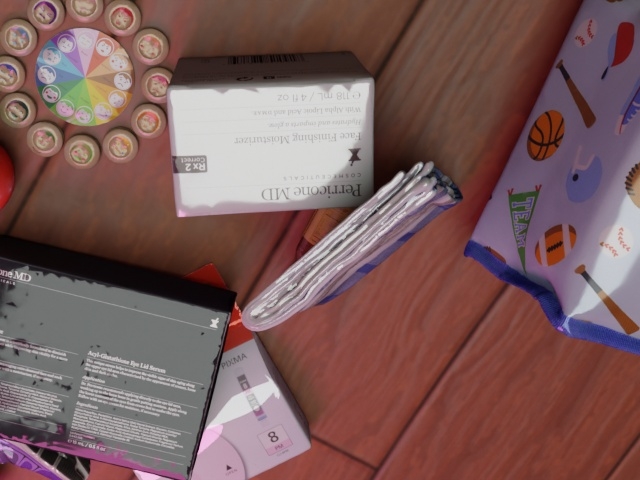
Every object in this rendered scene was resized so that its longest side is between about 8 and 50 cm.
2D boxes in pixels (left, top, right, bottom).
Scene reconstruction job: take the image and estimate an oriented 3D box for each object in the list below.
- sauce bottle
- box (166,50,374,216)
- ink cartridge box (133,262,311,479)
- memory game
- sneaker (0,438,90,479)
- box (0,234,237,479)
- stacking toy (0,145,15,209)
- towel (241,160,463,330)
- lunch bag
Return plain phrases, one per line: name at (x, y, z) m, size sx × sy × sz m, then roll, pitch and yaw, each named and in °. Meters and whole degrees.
sauce bottle at (0.000, 0.000, 1.049) m, size 0.042 × 0.042 × 0.128 m, roll 25°, pitch 107°, yaw -13°
box at (-0.047, -0.106, 0.933) m, size 0.180 × 0.182 × 0.119 m, roll -3°, pitch 109°, yaw -4°
ink cartridge box at (-0.143, 0.169, 1.088) m, size 0.189 × 0.066 × 0.232 m, roll -27°, pitch 113°, yaw 5°
memory game at (-0.235, -0.160, 0.987) m, size 0.186 × 0.012 × 0.186 m, roll -1°, pitch 109°, yaw -4°
sneaker at (-0.333, 0.224, 1.095) m, size 0.169 × 0.068 × 0.071 m, roll 31°, pitch 119°, yaw -6°
box at (-0.234, 0.116, 1.012) m, size 0.261 × 0.103 × 0.184 m, roll 14°, pitch 101°, yaw -3°
stacking toy at (-0.381, -0.168, 0.923) m, size 0.141 × 0.141 × 0.330 m, roll -17°, pitch 117°, yaw 1°
towel at (0.042, 0.008, 0.936) m, size 0.209 × 0.285 × 0.034 m, roll -40°, pitch 82°, yaw 10°
lunch bag at (0.399, -0.041, 0.976) m, size 0.385 × 0.239 × 0.328 m, roll 18°, pitch 107°, yaw -27°
